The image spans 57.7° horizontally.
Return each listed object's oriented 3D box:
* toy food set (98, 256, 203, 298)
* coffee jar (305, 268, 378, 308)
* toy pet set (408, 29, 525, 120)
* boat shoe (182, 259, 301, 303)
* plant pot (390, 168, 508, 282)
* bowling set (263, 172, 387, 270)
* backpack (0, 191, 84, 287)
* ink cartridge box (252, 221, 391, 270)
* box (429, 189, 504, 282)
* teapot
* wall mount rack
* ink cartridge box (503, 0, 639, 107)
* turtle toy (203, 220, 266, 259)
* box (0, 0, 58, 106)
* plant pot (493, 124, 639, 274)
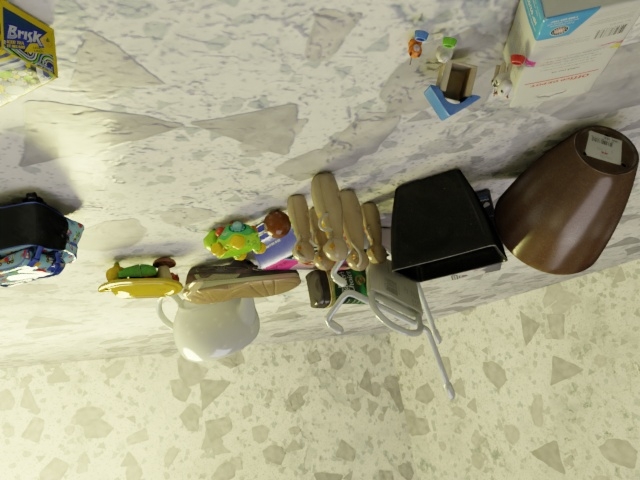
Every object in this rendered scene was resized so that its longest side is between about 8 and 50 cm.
[{"bbox_3d":[-0.379,0.080,1.296,0.218,0.071,0.128,1,158,-19],"label":"toy food set"},{"bbox_3d":[0.056,0.113,1.409,0.184,0.096,0.079,-3,161,-26],"label":"coffee jar"},{"bbox_3d":[0.150,-0.179,0.664,0.122,0.065,0.114,13,-177,-2],"label":"toy pet set"},{"bbox_3d":[-0.191,0.088,1.403,0.285,0.092,0.103,-9,152,4],"label":"boat shoe"},{"bbox_3d":[0.234,-0.028,1.118,0.188,0.167,0.187,-17,162,21],"label":"plant pot"},{"bbox_3d":[0.000,0.000,1.094,0.200,0.154,0.287,-18,162,25],"label":"bowling set"},{"bbox_3d":[-0.462,0.009,0.915,0.158,0.117,0.173,-11,167,6],"label":"backpack"},{"bbox_3d":[-0.007,0.016,1.326,0.371,0.069,0.176,5,159,-37],"label":"ink cartridge box"},{"bbox_3d":[0.319,0.003,1.324,0.163,0.142,0.247,-14,164,11],"label":"box"},{"bbox_3d":[-0.300,0.199,1.581,0.256,0.187,0.252,-23,-164,-18],"label":"teapot"},{"bbox_3d":[0.162,0.152,1.185,0.304,0.350,0.130,29,112,-8],"label":"wall mount rack"},{"bbox_3d":[0.268,-0.223,0.642,0.104,0.061,0.181,-10,164,3],"label":"ink cartridge box"},{"bbox_3d":[-0.175,0.000,1.147,0.130,0.066,0.095,-17,163,26],"label":"turtle toy"},{"bbox_3d":[-0.326,-0.153,0.536,0.169,0.054,0.059,-17,163,22],"label":"box"},{"bbox_3d":[0.451,-0.088,1.034,0.215,0.215,0.230,-7,149,-10],"label":"plant pot"}]
